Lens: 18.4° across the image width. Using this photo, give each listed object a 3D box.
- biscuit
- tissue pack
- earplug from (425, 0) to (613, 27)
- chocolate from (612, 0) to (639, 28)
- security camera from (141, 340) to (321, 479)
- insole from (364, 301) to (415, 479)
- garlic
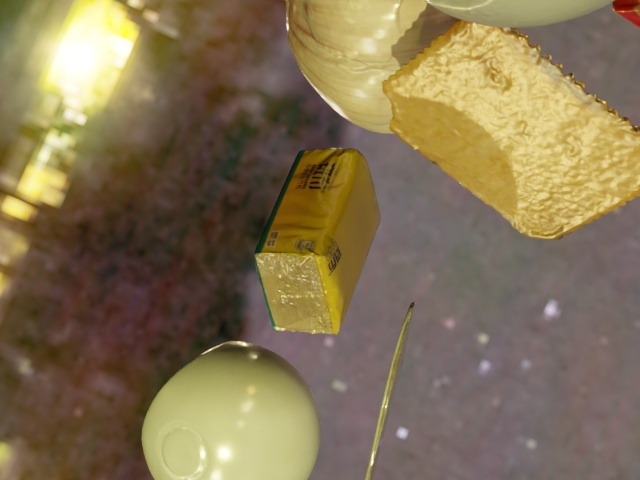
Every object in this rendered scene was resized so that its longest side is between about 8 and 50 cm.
[{"bbox_3d":[0.172,-0.094,1.747,0.237,0.232,0.013,-34,-158,58],"label":"biscuit"},{"bbox_3d":[0.000,0.000,2.035,0.169,0.082,0.120,-67,153,-44],"label":"tissue pack"},{"bbox_3d":[0.102,-0.263,1.183,0.214,0.175,0.325,106,-22,-47],"label":"earplug"},{"bbox_3d":[0.554,-0.231,2.064,0.360,0.341,0.161,5,-109,54],"label":"chocolate"},{"bbox_3d":[-0.090,0.223,2.060,0.194,0.194,0.236,-90,-172,-72],"label":"security camera"},{"bbox_3d":[0.049,0.142,1.551,0.065,0.006,0.193,-32,136,-81],"label":"insole"},{"bbox_3d":[0.068,-0.261,2.014,0.241,0.322,0.322,-26,-156,19],"label":"garlic"}]
